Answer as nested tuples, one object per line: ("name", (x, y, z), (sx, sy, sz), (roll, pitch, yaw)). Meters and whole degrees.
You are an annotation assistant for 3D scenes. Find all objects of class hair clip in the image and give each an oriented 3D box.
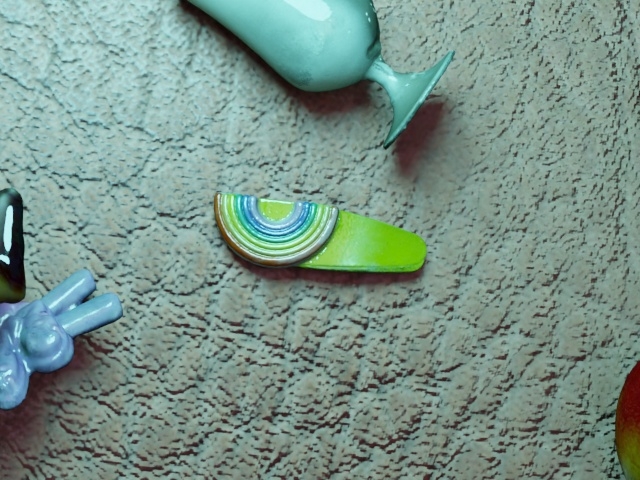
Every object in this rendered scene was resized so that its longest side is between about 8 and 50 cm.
("hair clip", (0.000, 0.000, 1.322), (0.188, 0.033, 0.060), (9, 83, -9))
("hair clip", (-0.282, 0.116, 1.218), (0.278, 0.137, 0.090), (-44, 129, -11))

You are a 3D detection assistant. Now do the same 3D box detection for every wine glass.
("wine glass", (-0.009, -0.182, 1.305), (0.231, 0.103, 0.103), (35, 79, -1))

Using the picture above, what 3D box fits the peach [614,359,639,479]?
("peach", (0.335, 0.157, 1.291), (0.197, 0.197, 0.197), (1, 84, -11))

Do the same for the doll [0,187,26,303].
("doll", (-0.413, 0.011, 1.138), (0.339, 0.209, 0.318), (29, 46, 12))
